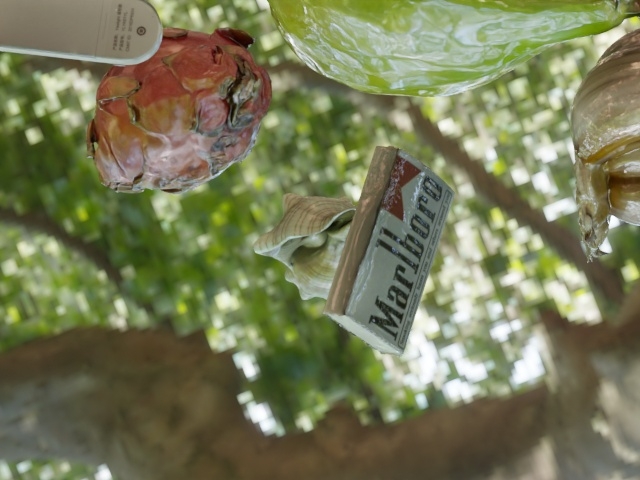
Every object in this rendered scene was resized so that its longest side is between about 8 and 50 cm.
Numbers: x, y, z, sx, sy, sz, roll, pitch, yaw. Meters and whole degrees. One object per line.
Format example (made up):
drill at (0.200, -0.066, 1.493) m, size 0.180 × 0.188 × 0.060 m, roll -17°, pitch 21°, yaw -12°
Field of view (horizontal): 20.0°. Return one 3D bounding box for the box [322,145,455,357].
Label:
box at (0.068, 0.011, 1.755) m, size 0.036 × 0.177 × 0.115 m, roll 7°, pitch 162°, yaw 39°

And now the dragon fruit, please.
dragon fruit at (-0.203, -0.182, 2.569) m, size 0.250 × 0.250 × 0.315 m, roll -24°, pitch 159°, yaw -26°

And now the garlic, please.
garlic at (0.284, -0.042, 1.429) m, size 0.207 × 0.257 × 0.207 m, roll -23°, pitch 149°, yaw -14°

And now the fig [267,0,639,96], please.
fig at (0.085, -0.222, 1.441) m, size 0.233 × 0.233 × 0.314 m, roll -24°, pitch -157°, yaw -26°

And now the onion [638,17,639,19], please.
onion at (0.360, -0.278, 2.007) m, size 0.140 × 0.150 × 0.150 m, roll -30°, pitch 179°, yaw 40°

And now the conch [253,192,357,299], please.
conch at (-0.005, -0.007, 2.052) m, size 0.137 × 0.114 × 0.234 m, roll -3°, pitch 148°, yaw 6°

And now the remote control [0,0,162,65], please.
remote control at (-0.294, -0.238, 1.971) m, size 0.245 × 0.077 × 0.022 m, roll 6°, pitch 172°, yaw 1°
